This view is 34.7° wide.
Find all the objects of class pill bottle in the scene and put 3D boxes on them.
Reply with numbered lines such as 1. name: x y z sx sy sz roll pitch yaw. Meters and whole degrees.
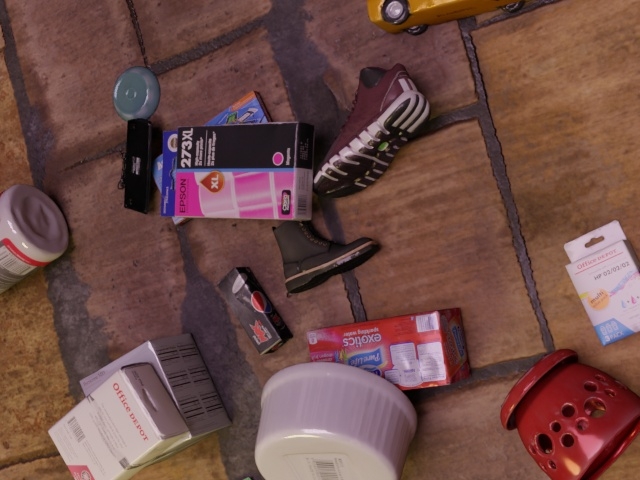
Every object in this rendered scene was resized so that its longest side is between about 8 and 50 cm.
1. pill bottle: -0.705 0.026 2.173 0.319 0.176 0.176 -29 77 23

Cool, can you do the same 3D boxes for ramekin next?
1. ramekin: 0.019 0.343 1.751 0.277 0.277 0.135 -10 41 26

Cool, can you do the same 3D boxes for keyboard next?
1. keyboard: -0.367 -0.155 2.083 0.100 0.038 0.192 18 108 38

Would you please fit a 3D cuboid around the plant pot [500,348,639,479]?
1. plant pot: 0.399 0.279 1.628 0.174 0.191 0.191 45 108 28

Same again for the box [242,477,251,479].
1. box: -0.143 0.556 1.967 0.105 0.043 0.179 -31 75 22

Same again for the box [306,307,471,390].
1. box: 0.119 0.199 1.796 0.257 0.123 0.128 -12 84 26

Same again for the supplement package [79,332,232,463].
1. supplement package: -0.321 0.317 1.996 0.194 0.149 0.203 -31 77 23

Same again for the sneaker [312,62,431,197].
1. sneaker: 0.078 -0.208 1.852 0.281 0.106 0.162 -40 48 31

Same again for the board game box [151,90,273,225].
1. board game box: -0.205 -0.159 2.012 0.281 0.027 0.145 -31 77 23

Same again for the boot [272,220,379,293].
1. boot: 0.000 0.000 1.888 0.198 0.077 0.137 -25 74 23

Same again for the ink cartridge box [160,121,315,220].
1. ink cartridge box: -0.177 -0.128 1.926 0.371 0.069 0.175 2 90 36

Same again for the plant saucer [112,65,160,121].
1. plant saucer: -0.384 -0.301 2.105 0.119 0.021 0.119 -1 89 26

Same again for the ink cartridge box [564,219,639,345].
1. ink cartridge box: 0.469 0.067 1.659 0.104 0.061 0.181 -28 77 23

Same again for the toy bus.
1. toy bus: 0.246 -0.448 1.749 0.333 0.108 0.130 -9 85 26

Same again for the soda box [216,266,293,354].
1. soda box: -0.126 0.133 1.956 0.060 0.053 0.169 -40 73 20

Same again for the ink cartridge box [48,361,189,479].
1. ink cartridge box: -0.372 0.348 1.886 0.218 0.092 0.158 -40 74 23
